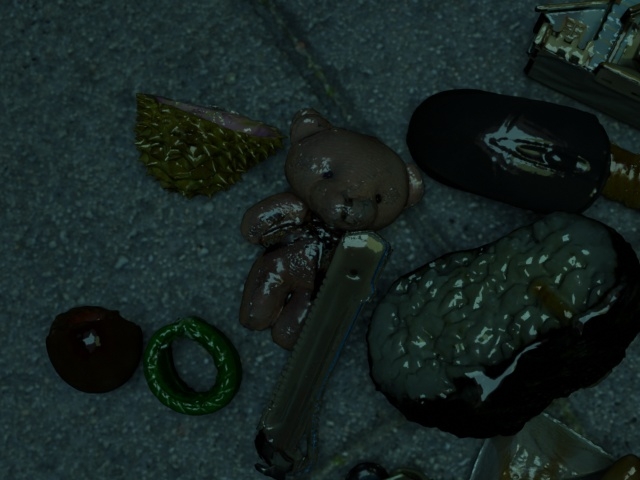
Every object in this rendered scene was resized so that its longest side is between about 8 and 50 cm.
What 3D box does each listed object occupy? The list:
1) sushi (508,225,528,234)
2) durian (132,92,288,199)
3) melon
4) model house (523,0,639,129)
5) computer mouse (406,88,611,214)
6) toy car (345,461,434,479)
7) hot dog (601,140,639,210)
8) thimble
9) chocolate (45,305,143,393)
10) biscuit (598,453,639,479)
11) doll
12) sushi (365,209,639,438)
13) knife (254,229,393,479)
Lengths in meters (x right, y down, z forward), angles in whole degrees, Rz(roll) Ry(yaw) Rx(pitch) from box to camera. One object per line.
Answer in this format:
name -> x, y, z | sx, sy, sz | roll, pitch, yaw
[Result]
sushi -> 0.266, 0.008, 1.224 | 0.099, 0.047, 0.050 | -24, 82, -1
durian -> -0.160, -0.137, 1.234 | 0.182, 0.165, 0.132 | 36, 53, -23
melon -> 0.271, 0.266, 1.184 | 0.202, 0.093, 0.139 | -12, 77, -3
model house -> 0.412, -0.270, 1.180 | 0.271, 0.178, 0.206 | 27, 86, 8
computer mouse -> 0.233, -0.117, 1.189 | 0.269, 0.086, 0.137 | 16, 98, 17
toy car -> 0.053, 0.416, 1.151 | 0.248, 0.204, 0.198 | -20, 107, -1
hot dog -> 0.459, -0.059, 1.210 | 0.289, 0.068, 0.083 | 21, 94, 4
thimble -> -0.165, 0.162, 1.215 | 0.118, 0.090, 0.130 | -14, 84, 3
chocolate -> -0.294, 0.133, 1.204 | 0.124, 0.133, 0.127 | -35, 82, 3
biscuit -> 0.312, 0.359, 1.157 | 0.208, 0.047, 0.164 | -20, 124, 3
doll -> 0.000, 0.000, 1.191 | 0.201, 0.156, 0.303 | 25, 92, -8
sushi -> 0.229, 0.108, 1.137 | 0.350, 0.171, 0.211 | -31, 50, 11
knife -> 0.000, 0.147, 1.178 | 0.089, 0.043, 0.365 | 15, 110, -16
